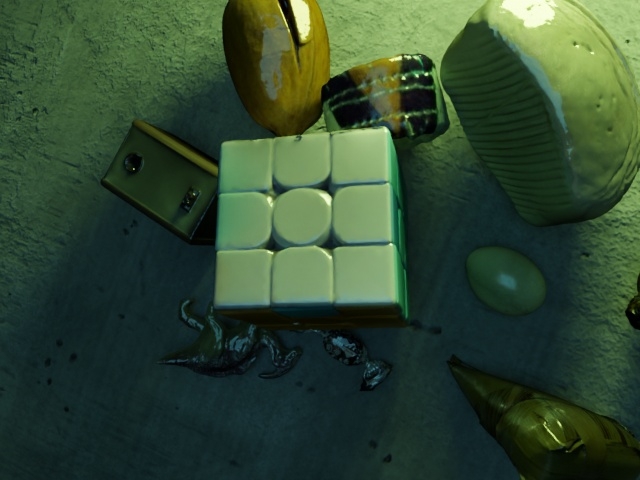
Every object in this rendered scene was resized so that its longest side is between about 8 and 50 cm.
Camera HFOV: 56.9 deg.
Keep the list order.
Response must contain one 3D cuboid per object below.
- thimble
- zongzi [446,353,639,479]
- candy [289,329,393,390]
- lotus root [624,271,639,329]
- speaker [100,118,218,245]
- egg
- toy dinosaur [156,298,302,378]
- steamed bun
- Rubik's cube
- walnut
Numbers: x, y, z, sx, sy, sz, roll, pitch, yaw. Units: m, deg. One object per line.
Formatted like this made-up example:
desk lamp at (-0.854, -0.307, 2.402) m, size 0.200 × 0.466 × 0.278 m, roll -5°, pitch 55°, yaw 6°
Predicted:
thimble at (0.122, -0.238, 1.082) m, size 0.237 × 0.237 × 0.150 m, roll -12°, pitch 90°, yaw 13°
zongzi at (0.399, 0.314, 1.066) m, size 0.260 × 0.289 × 0.123 m, roll 12°, pitch 108°, yaw -25°
candy at (0.037, 0.209, 1.170) m, size 0.226 × 0.051 × 0.094 m, roll 34°, pitch 107°, yaw 14°
lotus root at (0.645, 0.052, 0.972) m, size 0.309 × 0.173 × 0.173 m, roll -32°, pitch 81°, yaw 10°
speaker at (-0.280, -0.111, 1.183) m, size 0.231 × 0.192 × 0.153 m, roll 32°, pitch 97°, yaw 14°
egg at (0.332, 0.071, 1.066) m, size 0.152 × 0.114 × 0.114 m, roll 33°, pitch 96°, yaw 17°
toy dinosaur at (-0.187, 0.202, 1.207) m, size 0.294 × 0.077 × 0.162 m, roll 0°, pitch 90°, yaw 14°
steamed bun at (0.391, -0.229, 0.986) m, size 0.236 × 0.247 × 0.383 m, roll -29°, pitch 89°, yaw -12°
Rubik's cube at (0.000, 0.000, 1.035) m, size 0.291 × 0.291 × 0.290 m, roll -3°, pitch 74°, yaw 12°
walnut at (-0.079, -0.339, 1.137) m, size 0.209 × 0.209 × 0.336 m, roll -7°, pitch 90°, yaw 13°
